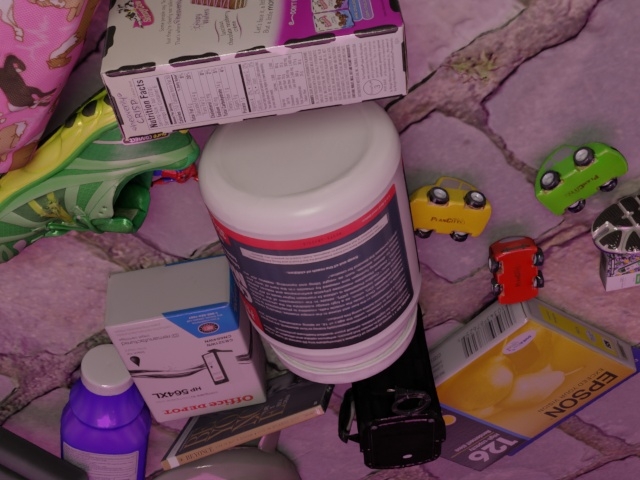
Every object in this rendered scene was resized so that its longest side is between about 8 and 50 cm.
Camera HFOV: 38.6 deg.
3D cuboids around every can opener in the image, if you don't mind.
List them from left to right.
[{"bbox_3d":[-0.440,0.282,1.184,0.280,0.093,0.074,25,122,-1],"label":"can opener"}]

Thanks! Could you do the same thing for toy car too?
[{"bbox_3d":[0.230,-0.041,1.008,0.225,0.053,0.239,-36,130,26],"label":"toy car"}]

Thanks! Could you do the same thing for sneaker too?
[{"bbox_3d":[-0.235,-0.041,0.875,0.295,0.109,0.123,-30,109,32],"label":"sneaker"},{"bbox_3d":[0.378,-0.012,1.030,0.169,0.068,0.071,-14,150,-19],"label":"sneaker"}]

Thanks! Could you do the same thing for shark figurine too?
[{"bbox_3d":[-0.139,0.352,1.305,0.278,0.116,0.166,-3,134,-22],"label":"shark figurine"}]

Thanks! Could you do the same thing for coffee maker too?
[{"bbox_3d":[0.093,0.160,1.107,0.120,0.178,0.171,8,137,-19],"label":"coffee maker"}]

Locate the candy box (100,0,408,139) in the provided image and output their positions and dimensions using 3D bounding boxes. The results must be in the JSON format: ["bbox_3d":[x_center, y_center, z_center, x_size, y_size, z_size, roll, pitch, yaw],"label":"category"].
[{"bbox_3d":[-0.054,-0.173,0.754,0.233,0.159,0.071,-8,135,2],"label":"candy box"}]

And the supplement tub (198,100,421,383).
[{"bbox_3d":[0.000,0.000,0.919,0.191,0.191,0.272,-11,136,4],"label":"supplement tub"}]

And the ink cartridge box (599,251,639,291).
[{"bbox_3d":[0.402,0.023,1.114,0.115,0.029,0.063,-11,136,4],"label":"ink cartridge box"}]

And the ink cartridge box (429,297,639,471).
[{"bbox_3d":[0.273,0.217,1.275,0.307,0.072,0.303,26,127,-28],"label":"ink cartridge box"}]

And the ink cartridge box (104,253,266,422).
[{"bbox_3d":[-0.156,0.122,1.102,0.148,0.086,0.203,-11,136,4],"label":"ink cartridge box"}]

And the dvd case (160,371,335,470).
[{"bbox_3d":[-0.083,0.215,1.167,0.221,0.164,0.018,-23,100,15],"label":"dvd case"}]

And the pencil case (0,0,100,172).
[{"bbox_3d":[-0.240,-0.224,0.677,0.167,0.160,0.386,12,134,-29],"label":"pencil case"}]

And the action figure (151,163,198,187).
[{"bbox_3d":[-0.171,-0.075,0.938,0.115,0.030,0.038,9,129,-19],"label":"action figure"}]

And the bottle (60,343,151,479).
[{"bbox_3d":[-0.285,0.248,1.211,0.118,0.092,0.283,8,134,-7],"label":"bottle"}]
